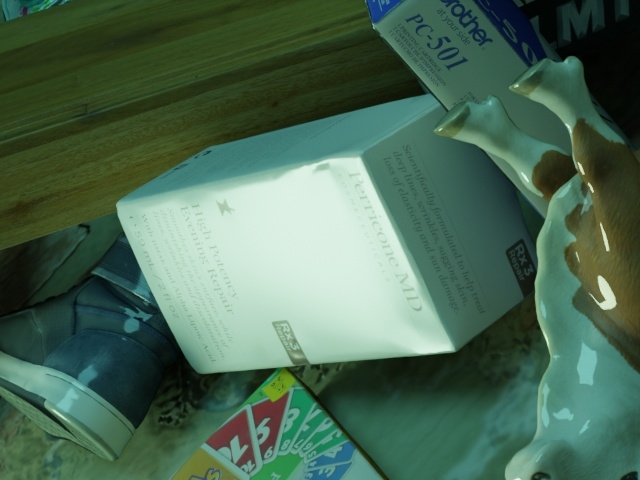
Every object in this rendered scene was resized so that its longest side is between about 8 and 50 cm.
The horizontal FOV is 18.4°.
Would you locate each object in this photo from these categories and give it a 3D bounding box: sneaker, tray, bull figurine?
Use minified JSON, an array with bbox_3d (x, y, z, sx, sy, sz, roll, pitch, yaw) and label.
[{"bbox_3d":[-0.138,0.043,1.244,0.163,0.086,0.226,-55,31,-14],"label":"sneaker"},{"bbox_3d":[-0.133,-0.095,1.254,0.411,0.076,0.203,-19,28,-6],"label":"tray"},{"bbox_3d":[0.170,-0.024,0.848,0.310,0.188,0.101,-41,8,-5],"label":"bull figurine"}]

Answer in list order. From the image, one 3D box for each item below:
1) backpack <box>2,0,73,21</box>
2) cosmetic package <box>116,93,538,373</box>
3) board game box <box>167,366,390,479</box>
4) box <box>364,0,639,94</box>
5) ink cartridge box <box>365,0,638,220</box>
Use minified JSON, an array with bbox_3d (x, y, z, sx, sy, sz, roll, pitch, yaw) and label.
[{"bbox_3d":[-0.144,-0.248,1.555,0.253,0.191,0.225,-35,28,9],"label":"backpack"},{"bbox_3d":[0.000,0.000,1.058,0.085,0.117,0.231,-34,13,-34],"label":"cosmetic package"},{"bbox_3d":[-0.012,0.160,0.980,0.124,0.039,0.259,-45,30,-1],"label":"board game box"},{"bbox_3d":[0.154,-0.210,1.130,0.295,0.073,0.293,-25,30,1],"label":"box"},{"bbox_3d":[0.098,-0.066,0.945,0.046,0.207,0.097,-36,29,16],"label":"ink cartridge box"}]
